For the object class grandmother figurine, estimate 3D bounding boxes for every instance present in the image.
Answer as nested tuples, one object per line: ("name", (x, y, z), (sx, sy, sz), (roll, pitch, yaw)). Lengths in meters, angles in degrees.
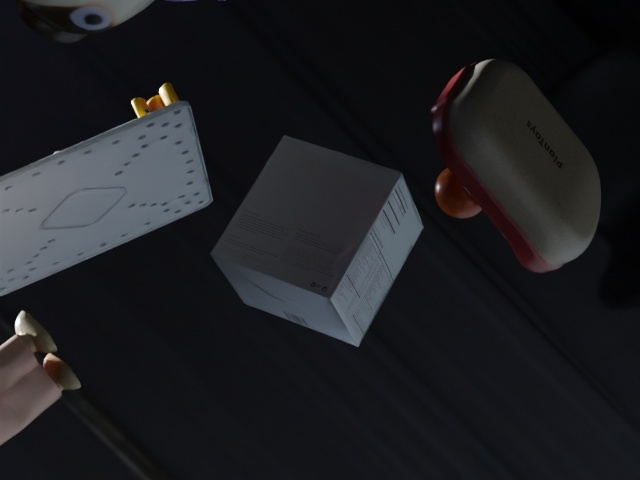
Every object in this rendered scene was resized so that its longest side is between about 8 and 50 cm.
("grandmother figurine", (-0.457, 0.246, 1.610), (0.342, 0.208, 0.104), (-37, 16, -23))

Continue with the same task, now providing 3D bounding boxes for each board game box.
("board game box", (-0.364, -0.067, 1.994), (0.390, 0.050, 0.390), (-24, -18, -8))

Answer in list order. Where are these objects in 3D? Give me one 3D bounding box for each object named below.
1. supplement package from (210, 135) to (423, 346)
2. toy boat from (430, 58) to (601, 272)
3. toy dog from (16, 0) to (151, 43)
("supplement package", (0.000, 0.000, 1.795), (0.203, 0.194, 0.149), (-59, -29, -20))
("toy boat", (0.184, -0.065, 1.388), (0.151, 0.231, 0.151), (-25, 22, 45))
("toy dog", (-0.331, -0.418, 1.488), (0.284, 0.408, 0.395), (-33, 1, 2))
